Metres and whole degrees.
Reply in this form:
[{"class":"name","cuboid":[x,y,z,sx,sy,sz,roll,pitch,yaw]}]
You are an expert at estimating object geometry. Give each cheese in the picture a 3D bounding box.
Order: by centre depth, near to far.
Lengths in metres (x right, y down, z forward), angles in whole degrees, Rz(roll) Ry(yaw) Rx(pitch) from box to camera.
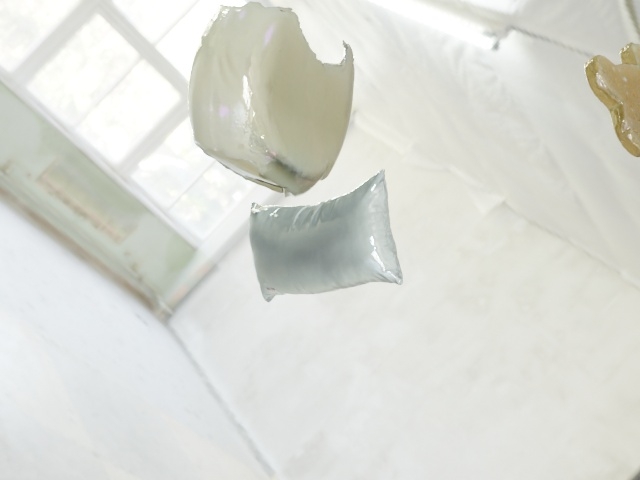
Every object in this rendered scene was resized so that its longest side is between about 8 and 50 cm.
[{"class":"cheese","cuboid":[-0.060,-0.187,1.190,0.127,0.233,0.266,8,-15,33]}]

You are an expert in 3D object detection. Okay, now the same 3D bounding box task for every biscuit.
[{"class":"biscuit","cuboid":[0.423,-0.183,1.154,0.030,0.234,0.153,-25,-91,46]}]

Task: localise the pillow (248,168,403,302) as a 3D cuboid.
[{"class":"pillow","cuboid":[0.000,-0.001,1.172,0.254,0.144,0.078,-11,-13,44]}]
